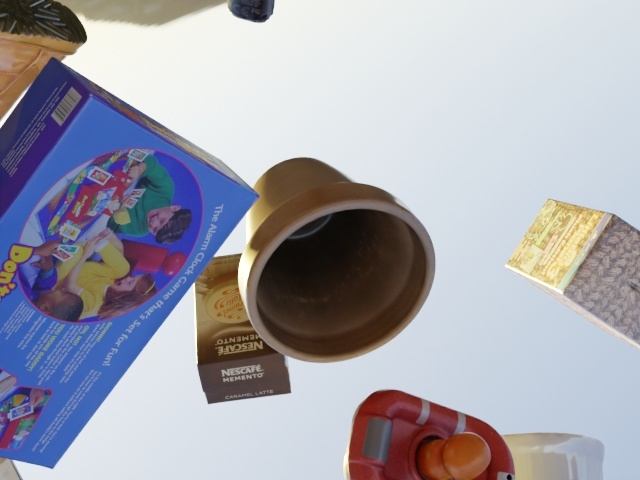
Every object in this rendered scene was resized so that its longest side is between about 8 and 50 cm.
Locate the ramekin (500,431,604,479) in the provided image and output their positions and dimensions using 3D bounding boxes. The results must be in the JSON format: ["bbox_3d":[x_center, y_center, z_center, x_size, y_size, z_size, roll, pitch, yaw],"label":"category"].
[{"bbox_3d":[0.300,0.388,1.629,0.277,0.135,0.277,-2,158,-1],"label":"ramekin"}]

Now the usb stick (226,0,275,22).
[{"bbox_3d":[-0.092,-0.425,1.550,0.077,0.278,0.045,15,-124,1],"label":"usb stick"}]

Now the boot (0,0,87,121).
[{"bbox_3d":[-0.414,-0.168,1.177,0.269,0.089,0.236,-38,156,22],"label":"boot"}]

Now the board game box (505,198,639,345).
[{"bbox_3d":[0.462,0.062,1.699,0.141,0.232,0.291,-58,-171,2],"label":"board game box"}]

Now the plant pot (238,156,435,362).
[{"bbox_3d":[0.000,0.000,1.481,0.263,0.263,0.229,-23,-143,-4],"label":"plant pot"}]

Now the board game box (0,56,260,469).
[{"bbox_3d":[-0.246,0.037,0.985,0.347,0.233,0.078,-52,-129,6],"label":"board game box"}]

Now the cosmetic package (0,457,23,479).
[{"bbox_3d":[-0.507,0.336,1.281,0.309,0.113,0.160,-3,-153,30],"label":"cosmetic package"}]

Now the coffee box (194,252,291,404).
[{"bbox_3d":[-0.129,0.136,1.747,0.141,0.098,0.246,-9,-139,-2],"label":"coffee box"}]

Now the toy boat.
[{"bbox_3d":[0.152,0.271,1.326,0.151,0.231,0.151,-21,-128,55],"label":"toy boat"}]
